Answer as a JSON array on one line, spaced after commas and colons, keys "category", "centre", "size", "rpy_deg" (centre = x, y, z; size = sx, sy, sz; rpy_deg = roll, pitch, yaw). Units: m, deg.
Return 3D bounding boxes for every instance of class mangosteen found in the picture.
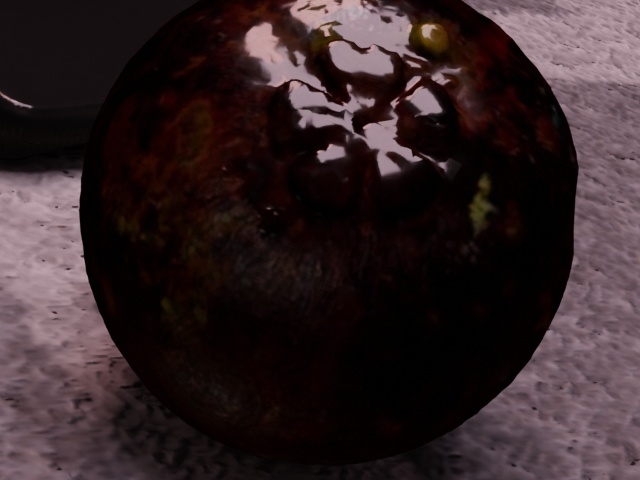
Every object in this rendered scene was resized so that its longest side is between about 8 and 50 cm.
[{"category": "mangosteen", "centre": [-0.003, -0.004, 0.603], "size": [0.172, 0.172, 0.184], "rpy_deg": [9, -19, -27]}]

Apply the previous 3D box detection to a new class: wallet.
[{"category": "wallet", "centre": [-0.093, -0.089, 0.836], "size": [0.250, 0.044, 0.149], "rpy_deg": [-12, 41, -46]}]
